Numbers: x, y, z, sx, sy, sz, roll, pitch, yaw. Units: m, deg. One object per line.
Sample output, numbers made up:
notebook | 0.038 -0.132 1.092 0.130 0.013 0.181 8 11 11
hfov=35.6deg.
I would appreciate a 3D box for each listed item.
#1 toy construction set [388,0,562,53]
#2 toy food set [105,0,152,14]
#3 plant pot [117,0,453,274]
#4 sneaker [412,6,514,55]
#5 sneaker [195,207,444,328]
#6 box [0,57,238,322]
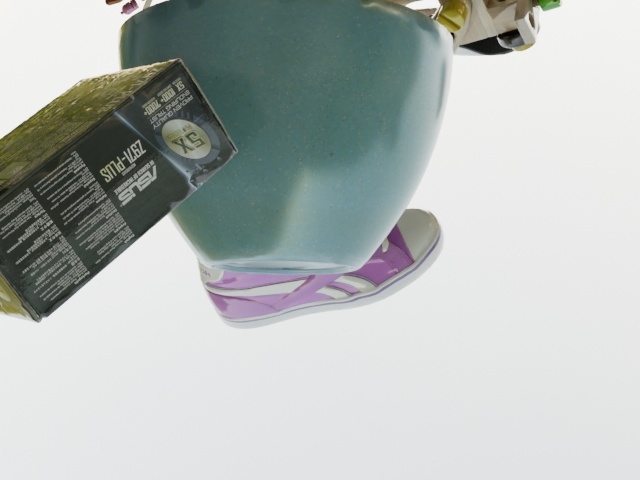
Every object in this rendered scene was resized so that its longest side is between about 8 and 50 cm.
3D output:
toy construction set | 0.160 -0.312 1.236 0.237 0.258 0.309 -2 -158 28
toy food set | -0.338 -0.426 1.711 0.019 0.122 0.078 50 -60 40
plant pot | -0.031 -0.073 0.859 0.290 0.290 0.195 -7 -100 46
sneaker | 0.192 -0.344 1.613 0.145 0.270 0.090 -132 -145 -66
sneaker | 0.000 0.001 1.107 0.282 0.161 0.102 -20 -132 -4
box | -0.171 -0.037 0.668 0.147 0.078 0.180 2 -140 51
